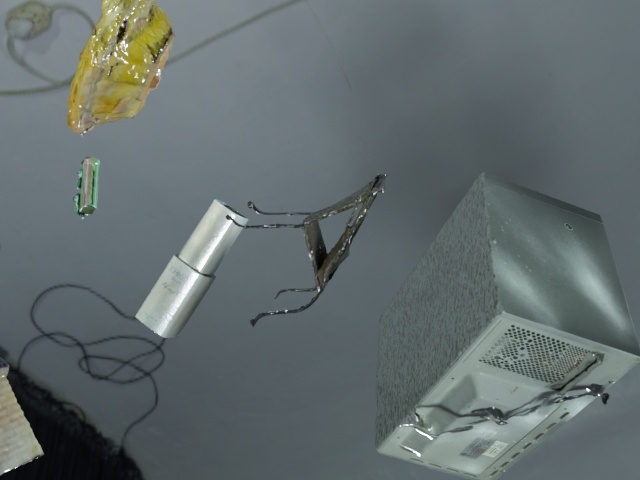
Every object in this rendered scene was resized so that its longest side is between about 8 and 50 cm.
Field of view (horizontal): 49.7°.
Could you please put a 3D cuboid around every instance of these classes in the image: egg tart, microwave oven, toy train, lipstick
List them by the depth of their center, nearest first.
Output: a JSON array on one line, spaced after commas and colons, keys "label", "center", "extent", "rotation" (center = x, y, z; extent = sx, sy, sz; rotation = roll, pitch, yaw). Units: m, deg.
[{"label": "microwave oven", "center": [0.284, 0.171, 1.183], "extent": [0.236, 0.375, 0.432], "rotation": [17, 133, -11]}, {"label": "lipstick", "center": [-0.226, 0.049, 1.232], "extent": [0.079, 0.077, 0.253], "rotation": [33, 94, 14]}, {"label": "egg tart", "center": [-0.388, -0.358, 1.375], "extent": [0.149, 0.352, 0.352], "rotation": [22, 122, -13]}, {"label": "toy train", "center": [-0.552, -0.123, 1.630], "extent": [0.038, 0.148, 0.071], "rotation": [15, 148, -36]}]

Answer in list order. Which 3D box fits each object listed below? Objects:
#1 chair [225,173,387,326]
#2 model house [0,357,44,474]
[{"label": "chair", "center": [0.000, 0.000, 0.906], "extent": [0.213, 0.174, 0.149], "rotation": [-16, 98, 14]}, {"label": "model house", "center": [-0.676, 0.312, 1.167], "extent": [0.298, 0.284, 0.243], "rotation": [-25, 172, 18]}]
